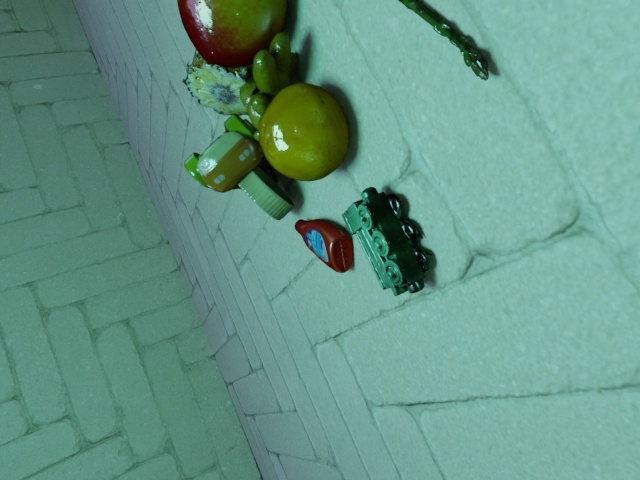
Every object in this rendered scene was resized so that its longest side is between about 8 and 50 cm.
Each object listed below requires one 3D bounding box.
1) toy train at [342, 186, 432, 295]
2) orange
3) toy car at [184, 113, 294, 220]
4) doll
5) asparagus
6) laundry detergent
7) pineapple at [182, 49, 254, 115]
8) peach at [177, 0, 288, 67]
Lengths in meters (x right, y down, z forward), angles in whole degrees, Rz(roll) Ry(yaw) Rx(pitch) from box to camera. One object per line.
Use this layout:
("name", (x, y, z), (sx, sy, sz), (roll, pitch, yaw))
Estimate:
("toy train", (0.100, 0.004, 0.676), (0.170, 0.071, 0.111), (65, 161, 9))
("orange", (-0.031, -0.173, 0.722), (0.159, 0.136, 0.158), (39, 137, 49))
("toy car", (-0.146, -0.134, 0.938), (0.235, 0.145, 0.235), (47, -172, -8))
("doll", (-0.097, -0.274, 0.778), (0.097, 0.137, 0.209), (23, 156, 1))
("asparagus", (0.123, -0.258, 0.511), (0.023, 0.022, 0.232), (-39, 62, 14))
("laundry detergent", (0.000, 0.000, 0.875), (0.165, 0.049, 0.097), (33, 138, 53))
("pineapple", (-0.183, -0.355, 0.915), (0.176, 0.162, 0.136), (150, 137, -66))
("peach", (-0.150, -0.386, 0.747), (0.197, 0.198, 0.197), (40, 140, 45))
